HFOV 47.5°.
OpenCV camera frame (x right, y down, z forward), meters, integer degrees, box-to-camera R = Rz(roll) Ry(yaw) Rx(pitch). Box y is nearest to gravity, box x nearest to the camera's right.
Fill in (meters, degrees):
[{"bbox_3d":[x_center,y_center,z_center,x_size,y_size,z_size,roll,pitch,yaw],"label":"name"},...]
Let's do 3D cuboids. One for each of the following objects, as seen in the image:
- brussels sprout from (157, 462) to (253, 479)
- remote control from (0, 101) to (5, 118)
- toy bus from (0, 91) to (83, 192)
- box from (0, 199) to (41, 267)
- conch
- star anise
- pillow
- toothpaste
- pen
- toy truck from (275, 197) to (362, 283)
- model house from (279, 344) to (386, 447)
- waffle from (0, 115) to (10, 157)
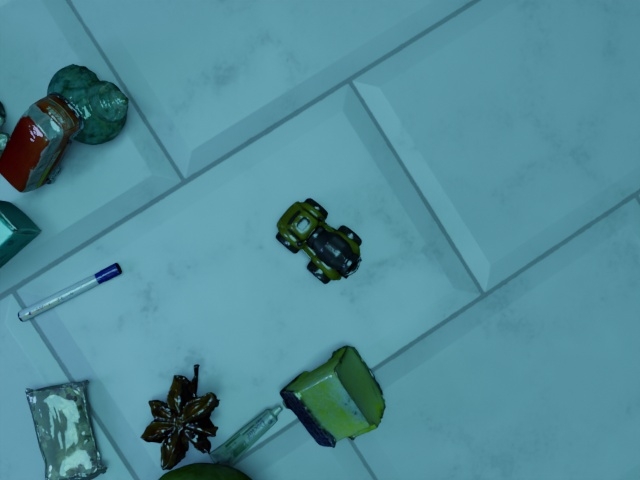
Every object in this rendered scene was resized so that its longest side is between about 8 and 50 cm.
[{"bbox_3d":[-0.251,0.710,1.701,0.314,0.276,0.372,0,90,-2],"label":"brussels sprout"},{"bbox_3d":[-0.884,-0.294,1.772,0.221,0.042,0.072,-16,93,-6],"label":"remote control"},{"bbox_3d":[-0.657,-0.223,1.691,0.121,0.265,0.120,46,41,-3],"label":"toy bus"},{"bbox_3d":[-0.831,0.040,1.693,0.311,0.205,0.118,-42,95,-4],"label":"box"},{"bbox_3d":[-0.555,-0.329,1.755,0.202,0.134,0.196,-5,105,-1],"label":"conch"},{"bbox_3d":[-0.328,0.443,1.767,0.220,0.126,0.190,-40,53,5],"label":"star anise"},{"bbox_3d":[-0.620,0.470,1.778,0.169,0.059,0.255,-11,88,-6],"label":"pillow"},{"bbox_3d":[-0.181,0.493,1.831,0.218,0.041,0.064,-41,82,-2],"label":"toothpaste"},{"bbox_3d":[-0.619,0.128,1.796,0.268,0.033,0.033,-26,92,-5],"label":"pen"},{"bbox_3d":[0.000,0.000,1.792,0.224,0.165,0.147,42,86,-3],"label":"toy truck"},{"bbox_3d":[0.026,0.405,1.822,0.211,0.170,0.194,-32,100,23],"label":"model house"},{"bbox_3d":[-0.909,-0.257,1.723,0.292,0.056,0.309,-45,107,5],"label":"waffle"}]
